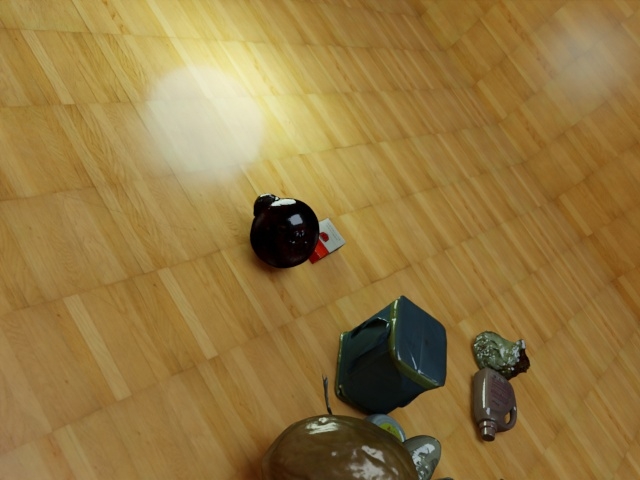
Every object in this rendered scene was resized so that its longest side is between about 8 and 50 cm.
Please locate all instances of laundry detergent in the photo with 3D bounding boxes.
[{"bbox_3d":[0.555,0.535,2.078,0.171,0.076,0.237,35,40,-19],"label":"laundry detergent"}]

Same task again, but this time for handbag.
[{"bbox_3d":[0.191,0.315,1.764,0.222,0.241,0.263,32,41,-22],"label":"handbag"}]

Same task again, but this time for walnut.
[{"bbox_3d":[0.034,0.507,1.381,0.333,0.333,0.333,27,43,-27],"label":"walnut"}]

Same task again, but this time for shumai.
[{"bbox_3d":[0.615,0.376,2.224,0.184,0.142,0.184,28,43,-30],"label":"shumai"}]

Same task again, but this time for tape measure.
[{"bbox_3d":[0.098,0.456,1.668,0.330,0.084,0.164,52,35,-4],"label":"tape measure"}]

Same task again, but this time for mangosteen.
[{"bbox_3d":[-0.101,-0.023,1.813,0.210,0.210,0.210,27,43,-27],"label":"mangosteen"}]

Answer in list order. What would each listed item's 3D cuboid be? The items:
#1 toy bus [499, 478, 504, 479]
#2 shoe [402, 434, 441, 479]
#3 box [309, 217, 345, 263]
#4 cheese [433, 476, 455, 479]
[{"bbox_3d":[0.456,0.700,1.764,0.069,0.162,0.074,45,40,-6],"label":"toy bus"},{"bbox_3d":[0.201,0.579,1.574,0.275,0.098,0.103,-45,108,-23],"label":"shoe"},{"bbox_3d":[0.000,0.000,2.009,0.100,0.048,0.152,52,39,7],"label":"box"},{"bbox_3d":[0.340,0.730,1.702,0.137,0.064,0.227,14,48,-33],"label":"cheese"}]
